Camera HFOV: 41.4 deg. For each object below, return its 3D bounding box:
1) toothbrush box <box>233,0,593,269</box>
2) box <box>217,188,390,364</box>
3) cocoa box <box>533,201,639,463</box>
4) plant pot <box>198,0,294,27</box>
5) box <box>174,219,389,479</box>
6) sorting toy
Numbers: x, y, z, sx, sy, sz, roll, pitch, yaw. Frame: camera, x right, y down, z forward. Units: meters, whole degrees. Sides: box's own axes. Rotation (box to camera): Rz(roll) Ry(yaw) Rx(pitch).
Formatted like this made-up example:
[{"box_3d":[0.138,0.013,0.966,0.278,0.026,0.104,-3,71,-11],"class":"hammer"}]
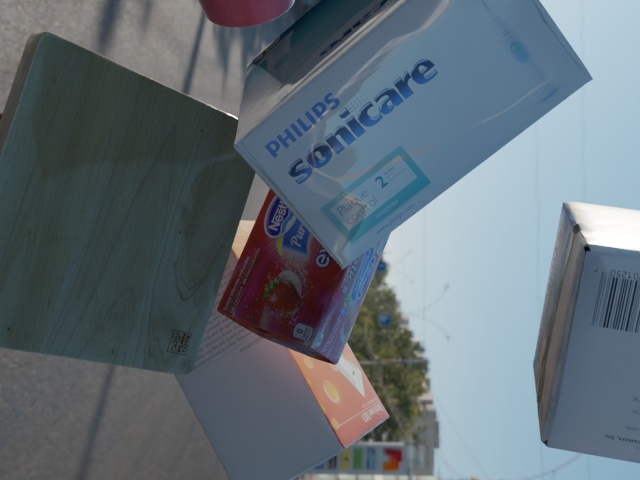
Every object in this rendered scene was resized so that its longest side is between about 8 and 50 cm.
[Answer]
[{"box_3d":[0.053,-0.138,0.685,0.126,0.216,0.295,48,11,-18],"class":"toothbrush box"},{"box_3d":[0.000,0.000,0.987,0.256,0.123,0.128,-67,160,-10],"class":"box"},{"box_3d":[0.428,0.107,0.931,0.228,0.347,0.231,-55,152,-72],"class":"cocoa box"},{"box_3d":[-0.110,-0.393,1.120,0.201,0.202,0.180,-89,170,-48],"class":"plant pot"},{"box_3d":[-0.083,0.156,1.196,0.345,0.168,0.215,60,18,10],"class":"box"},{"box_3d":[-0.204,-0.024,0.786,0.255,0.089,0.257,20,87,-46],"class":"sorting toy"}]
